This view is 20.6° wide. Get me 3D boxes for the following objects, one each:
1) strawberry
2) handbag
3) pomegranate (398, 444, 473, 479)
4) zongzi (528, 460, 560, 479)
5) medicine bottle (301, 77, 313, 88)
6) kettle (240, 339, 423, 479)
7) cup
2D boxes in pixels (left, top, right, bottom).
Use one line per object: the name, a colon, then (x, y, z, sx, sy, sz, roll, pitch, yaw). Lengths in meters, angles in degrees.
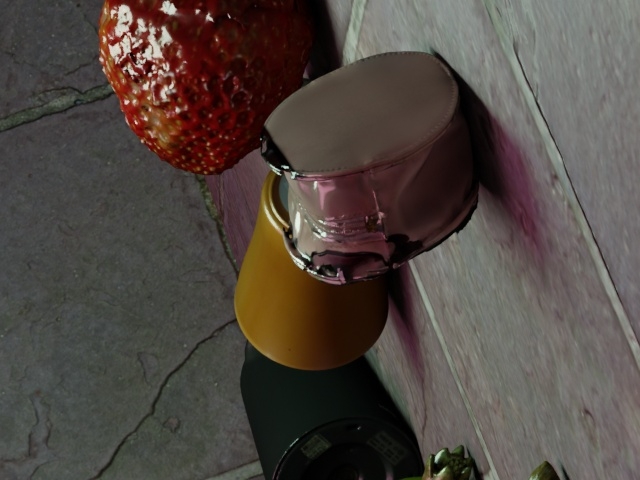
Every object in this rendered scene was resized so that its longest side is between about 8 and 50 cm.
strawberry: (-0.122, -0.203, 1.956, 0.239, 0.250, 0.288, 24, 121, 27)
handbag: (0.041, -0.060, 1.450, 0.205, 0.179, 0.116, -122, 8, -62)
pomegranate: (0.123, 0.321, 1.973, 0.159, 0.159, 0.205, -120, 39, -53)
zongzi: (0.213, 0.353, 1.451, 0.286, 0.134, 0.288, -136, 47, -76)
medicine bottle: (-0.025, -0.169, 2.083, 0.083, 0.047, 0.047, -159, 50, -79)
kettle: (0.030, 0.261, 2.425, 0.308, 0.262, 0.203, -118, 46, -62)
cup: (0.000, 0.000, 2.006, 0.264, 0.182, 0.226, 97, -175, -58)
